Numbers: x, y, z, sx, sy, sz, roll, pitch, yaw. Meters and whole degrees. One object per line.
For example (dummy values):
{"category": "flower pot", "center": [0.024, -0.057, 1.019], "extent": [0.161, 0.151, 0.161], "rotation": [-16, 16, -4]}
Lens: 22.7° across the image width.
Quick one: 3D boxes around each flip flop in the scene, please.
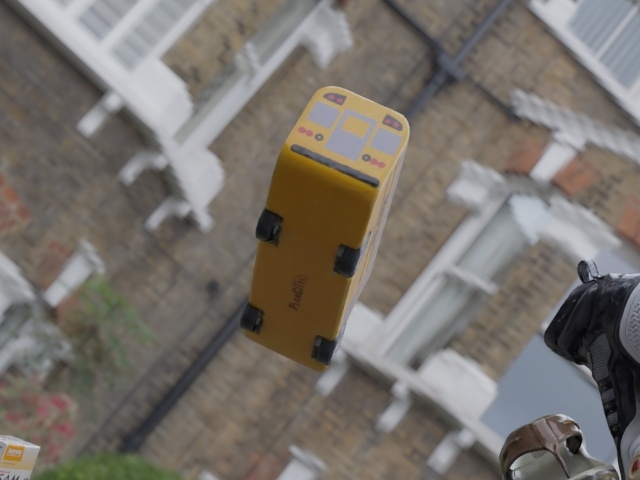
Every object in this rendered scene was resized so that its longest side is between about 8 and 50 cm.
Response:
{"category": "flip flop", "center": [0.221, 0.208, 1.570], "extent": [0.277, 0.112, 0.080], "rotation": [-71, 136, -81]}

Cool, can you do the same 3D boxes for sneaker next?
{"category": "sneaker", "center": [0.309, 0.147, 1.615], "extent": [0.153, 0.101, 0.268], "rotation": [22, -60, 54]}

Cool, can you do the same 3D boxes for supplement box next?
{"category": "supplement box", "center": [-0.295, 0.224, 1.430], "extent": [0.036, 0.098, 0.062], "rotation": [17, -3, 22]}

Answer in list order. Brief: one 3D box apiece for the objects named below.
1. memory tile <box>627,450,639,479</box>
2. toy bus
{"category": "memory tile", "center": [0.316, 0.216, 1.444], "extent": [0.012, 0.113, 0.148], "rotation": [23, -38, -12]}
{"category": "toy bus", "center": [0.000, 0.000, 1.643], "extent": [0.108, 0.130, 0.332], "rotation": [23, -34, 7]}
